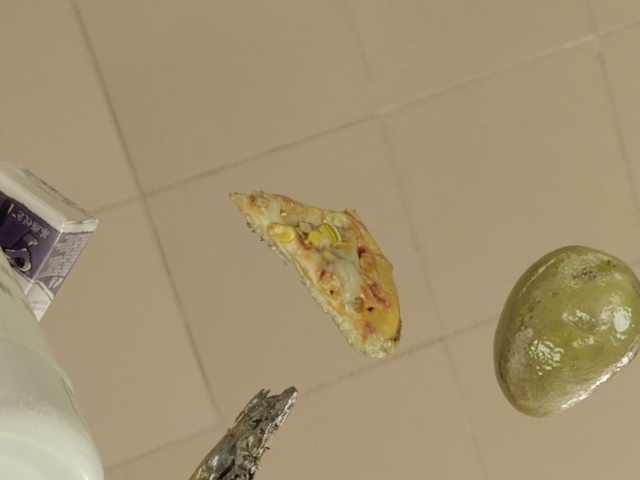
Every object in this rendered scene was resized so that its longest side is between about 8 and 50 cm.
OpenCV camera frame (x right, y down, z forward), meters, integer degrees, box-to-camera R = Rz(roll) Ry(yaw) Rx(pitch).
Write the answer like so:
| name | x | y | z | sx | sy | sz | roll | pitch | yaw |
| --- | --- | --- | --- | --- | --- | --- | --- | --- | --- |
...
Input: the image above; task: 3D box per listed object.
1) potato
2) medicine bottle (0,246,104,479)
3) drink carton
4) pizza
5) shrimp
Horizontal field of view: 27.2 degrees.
| name | x | y | z | sx | sy | sz | roll | pitch | yaw |
| --- | --- | --- | --- | --- | --- | --- | --- | --- | --- |
| potato | 0.319 | 0.129 | 1.739 | 0.159 | 0.174 | 0.251 | 2 | 124 | -43 |
| medicine bottle | -0.150 | 0.002 | 0.401 | 0.095 | 0.260 | 0.095 | -18 | 134 | -20 |
| drink carton | -0.387 | 0.032 | 1.584 | 0.134 | 0.102 | 0.222 | 34 | 100 | 9 |
| pizza | 0.000 | 0.000 | 1.061 | 0.036 | 0.184 | 0.176 | -41 | 111 | 19 |
| shrimp | -0.124 | 0.389 | 1.994 | 0.071 | 0.233 | 0.365 | 30 | 102 | -33 |
